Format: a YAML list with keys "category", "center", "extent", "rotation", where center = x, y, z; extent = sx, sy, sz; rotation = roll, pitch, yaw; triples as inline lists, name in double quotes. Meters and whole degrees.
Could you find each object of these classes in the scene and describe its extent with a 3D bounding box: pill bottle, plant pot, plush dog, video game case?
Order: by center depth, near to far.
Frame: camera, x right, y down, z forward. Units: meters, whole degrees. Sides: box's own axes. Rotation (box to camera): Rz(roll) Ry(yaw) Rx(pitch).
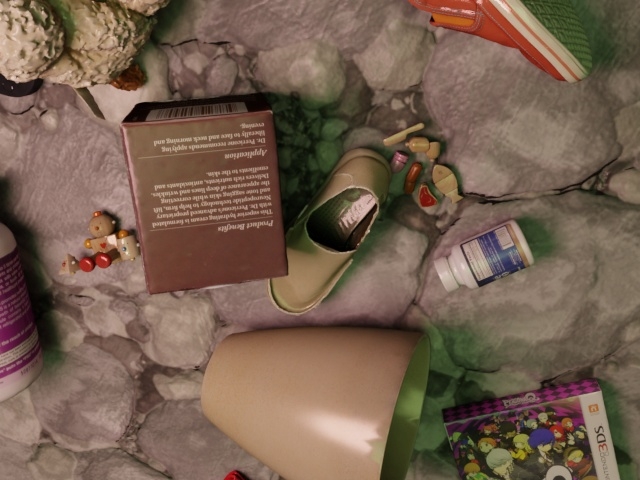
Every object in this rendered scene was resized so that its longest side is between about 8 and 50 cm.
- category: "plush dog"
  center: [-0.235, -0.289, 0.711]
  extent: [0.225, 0.262, 0.210]
  rotation: [-36, 136, 27]
- category: "pill bottle"
  center: [0.217, 0.025, 0.838]
  extent: [0.120, 0.067, 0.067]
  rotation: [-25, 106, 14]
- category: "plant pot"
  center: [-0.014, 0.219, 0.860]
  extent: [0.274, 0.256, 0.256]
  rotation: [12, 112, 19]
- category: "pill bottle"
  center: [-0.504, 0.070, 0.879]
  extent: [0.169, 0.169, 0.301]
  rotation: [-1, 110, 6]
- category: "video game case"
  center: [0.323, 0.329, 0.952]
  extent: [0.232, 0.042, 0.210]
  rotation: [-15, 107, 11]

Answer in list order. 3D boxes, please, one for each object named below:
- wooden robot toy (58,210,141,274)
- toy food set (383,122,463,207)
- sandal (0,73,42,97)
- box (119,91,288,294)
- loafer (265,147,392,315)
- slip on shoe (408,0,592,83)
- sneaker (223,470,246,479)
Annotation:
- category: "wooden robot toy"
  center: [-0.300, -0.004, 0.884]
  extent: [0.173, 0.076, 0.079]
  rotation: [-14, 97, 11]
- category: "toy food set"
  center: [0.132, -0.094, 0.831]
  extent: [0.078, 0.019, 0.122]
  rotation: [-23, 114, 14]
- category: "sandal"
  center: [-0.497, -0.246, 0.820]
  extent: [0.254, 0.054, 0.097]
  rotation: [7, 111, 3]
- category: "box"
  center: [-0.138, -0.066, 0.771]
  extent: [0.168, 0.167, 0.203]
  rotation: [-6, 111, -9]
- category: "loafer"
  center: [0.000, 0.000, 0.835]
  extent: [0.102, 0.092, 0.268]
  rotation: [28, 114, -5]
- category: "slip on shoe"
  center: [0.174, -0.285, 0.717]
  extent: [0.331, 0.123, 0.101]
  rotation: [31, 142, -10]
- category: "sneaker"
  center: [-0.089, 0.437, 1.014]
  extent: [0.221, 0.087, 0.128]
  rotation: [-17, 109, 11]
